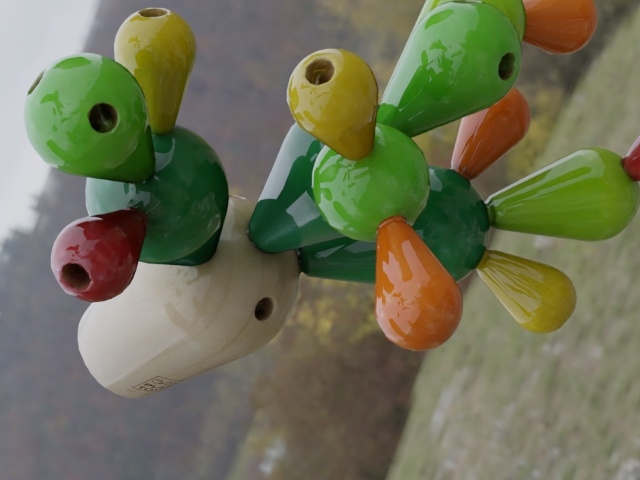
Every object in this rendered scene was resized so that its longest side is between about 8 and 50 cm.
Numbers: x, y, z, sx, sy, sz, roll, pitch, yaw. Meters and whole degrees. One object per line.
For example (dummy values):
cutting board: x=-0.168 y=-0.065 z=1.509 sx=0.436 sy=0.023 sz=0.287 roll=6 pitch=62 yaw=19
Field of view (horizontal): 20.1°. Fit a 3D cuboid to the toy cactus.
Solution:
toy cactus: x=0.000 y=0.000 z=0.507 sx=0.219 sy=0.112 sz=0.180 roll=-8 pitch=-22 yaw=-47
